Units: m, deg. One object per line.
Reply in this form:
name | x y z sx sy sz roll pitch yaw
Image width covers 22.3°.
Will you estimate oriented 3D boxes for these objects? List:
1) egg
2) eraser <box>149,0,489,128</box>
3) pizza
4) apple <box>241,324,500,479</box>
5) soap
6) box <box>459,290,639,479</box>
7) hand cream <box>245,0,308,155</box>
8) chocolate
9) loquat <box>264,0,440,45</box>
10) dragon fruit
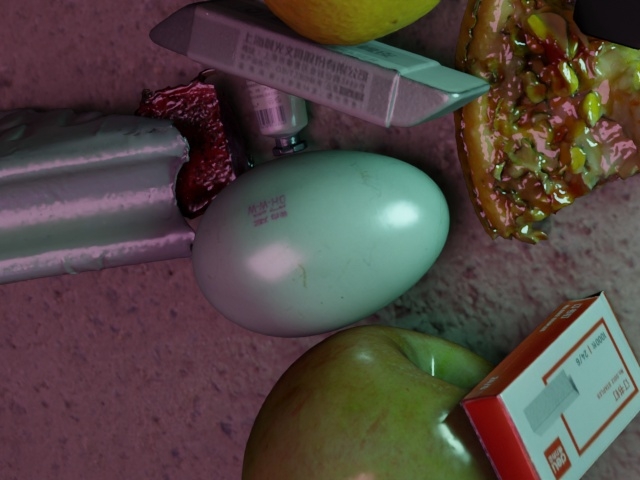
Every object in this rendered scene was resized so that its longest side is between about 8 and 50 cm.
egg | 0.000 0.000 1.629 0.264 0.183 0.183 -15 104 8
eraser | -0.008 -0.173 1.568 0.352 0.089 0.061 22 114 26
pizza | 0.235 -0.092 1.531 0.288 0.074 0.251 31 125 18
apple | 0.083 0.236 1.614 0.319 0.319 0.277 34 117 13
soap | -0.263 -0.064 1.782 0.302 0.258 0.159 -6 105 7
box | 0.229 0.148 1.540 0.050 0.229 0.123 -18 101 42
hand cream | -0.060 -0.203 1.669 0.080 0.050 0.234 -6 103 36
chocolate | 0.300 -0.235 1.429 0.149 0.080 0.125 -9 94 39
loquat | 0.029 -0.281 1.486 0.208 0.208 0.208 12 116 25
dragon fruit | -0.123 -0.099 1.726 0.102 0.096 0.147 -19 85 20
